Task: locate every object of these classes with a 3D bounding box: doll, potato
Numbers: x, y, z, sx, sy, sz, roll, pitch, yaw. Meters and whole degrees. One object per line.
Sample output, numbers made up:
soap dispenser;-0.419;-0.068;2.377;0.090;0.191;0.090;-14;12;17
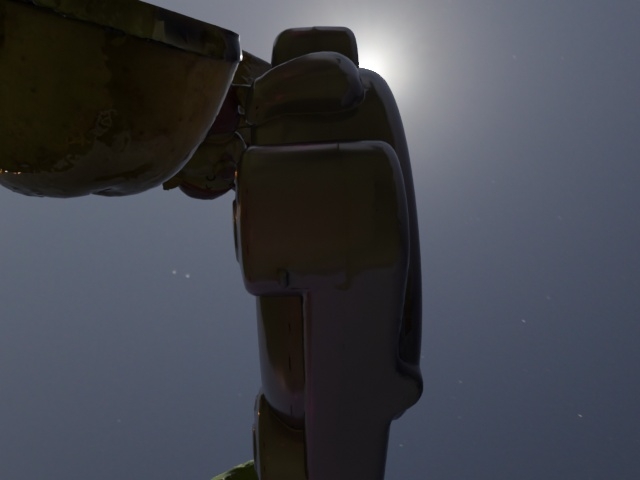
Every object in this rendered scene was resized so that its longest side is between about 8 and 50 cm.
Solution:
doll;-0.213;-0.193;1.442;0.152;0.196;0.255;-100;-163;-50
potato;-0.240;-0.146;0.749;0.243;0.286;0.242;-3;-94;47

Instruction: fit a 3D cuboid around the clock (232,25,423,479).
clock;0.000;0.000;0.570;0.114;0.295;0.322;-2;-140;-2

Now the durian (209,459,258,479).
durian;-0.065;0.426;1.022;0.204;0.340;0.255;-47;-155;40

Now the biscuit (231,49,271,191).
biscuit;-0.183;-0.322;1.947;0.104;0.446;0.429;-23;-134;52
